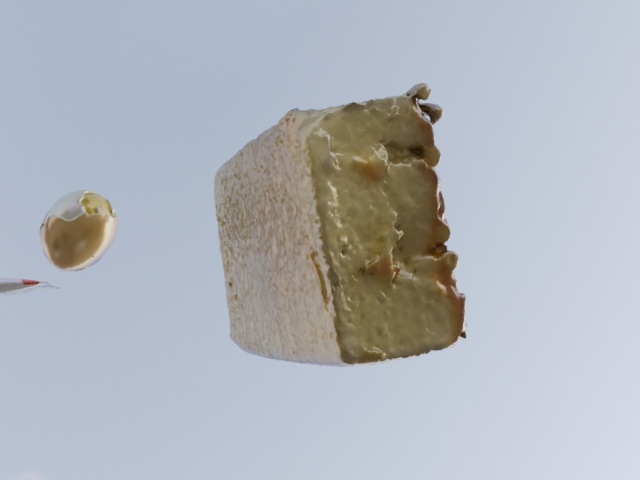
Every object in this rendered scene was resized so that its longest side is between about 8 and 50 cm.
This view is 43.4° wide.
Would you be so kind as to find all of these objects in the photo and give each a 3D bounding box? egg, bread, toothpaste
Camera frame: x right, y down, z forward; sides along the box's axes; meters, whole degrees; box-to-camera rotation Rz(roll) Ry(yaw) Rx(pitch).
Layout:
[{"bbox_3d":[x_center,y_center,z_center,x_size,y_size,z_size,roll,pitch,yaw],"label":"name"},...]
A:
[{"bbox_3d":[-0.239,-0.008,0.791,0.071,0.083,0.071,9,-50,11],"label":"egg"},{"bbox_3d":[0.000,0.000,0.636,0.114,0.274,0.185,-6,-94,-23],"label":"bread"},{"bbox_3d":[-0.435,0.060,1.029,0.190,0.048,0.031,-3,-104,0],"label":"toothpaste"}]
